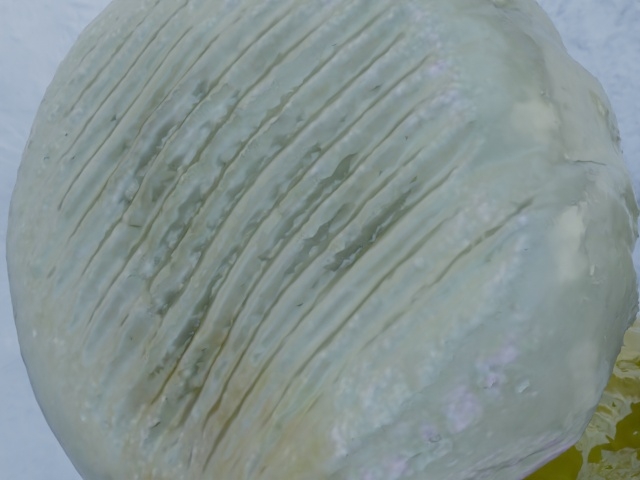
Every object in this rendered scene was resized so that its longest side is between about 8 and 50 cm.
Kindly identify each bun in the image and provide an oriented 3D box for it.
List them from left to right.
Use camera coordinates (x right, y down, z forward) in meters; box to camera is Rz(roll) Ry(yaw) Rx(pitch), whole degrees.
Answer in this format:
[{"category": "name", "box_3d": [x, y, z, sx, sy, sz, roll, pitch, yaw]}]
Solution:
[{"category": "bun", "box_3d": [0.000, 0.000, 0.548, 0.365, 0.219, 0.365, -9, 73, 30]}]

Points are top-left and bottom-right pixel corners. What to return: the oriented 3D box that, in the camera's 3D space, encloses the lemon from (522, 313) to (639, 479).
[{"category": "lemon", "box_3d": [0.189, 0.205, 0.737, 0.336, 0.336, 0.336, 0, 88, -10]}]
